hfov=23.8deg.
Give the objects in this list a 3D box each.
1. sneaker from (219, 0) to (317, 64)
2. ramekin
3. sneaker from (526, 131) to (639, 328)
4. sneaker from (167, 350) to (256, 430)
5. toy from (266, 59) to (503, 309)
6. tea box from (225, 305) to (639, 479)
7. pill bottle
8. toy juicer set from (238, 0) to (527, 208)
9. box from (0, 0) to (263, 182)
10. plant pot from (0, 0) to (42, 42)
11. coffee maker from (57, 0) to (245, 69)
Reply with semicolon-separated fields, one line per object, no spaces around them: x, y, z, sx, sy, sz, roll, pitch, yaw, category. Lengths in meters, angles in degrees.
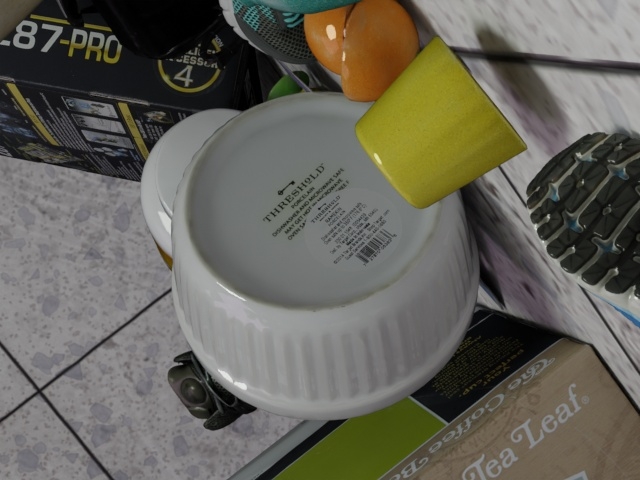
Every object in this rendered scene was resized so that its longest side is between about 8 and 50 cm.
-0.026;-0.155;0.902;0.076;0.065;0.166;43;171;39;sneaker
0.000;0.000;0.978;0.207;0.207;0.109;49;164;28;ramekin
0.145;0.022;0.622;0.162;0.063;0.073;49;177;31;sneaker
-0.064;0.118;1.380;0.087;0.130;0.227;64;165;6;sneaker
0.034;-0.036;1.147;0.237;0.056;0.137;52;-177;28;toy
0.078;0.236;1.117;0.220;0.329;0.323;53;175;-8;tea box
-0.079;-0.032;1.264;0.136;0.136;0.246;52;173;6;pill bottle
-0.028;-0.176;0.718;0.329;0.089;0.209;46;-169;-27;toy juicer set
-0.217;-0.137;1.474;0.318;0.097;0.395;9;171;3;box
-0.251;-0.243;0.913;0.334;0.305;0.334;52;174;8;plant pot
-0.143;-0.238;1.159;0.171;0.120;0.178;15;151;40;coffee maker
